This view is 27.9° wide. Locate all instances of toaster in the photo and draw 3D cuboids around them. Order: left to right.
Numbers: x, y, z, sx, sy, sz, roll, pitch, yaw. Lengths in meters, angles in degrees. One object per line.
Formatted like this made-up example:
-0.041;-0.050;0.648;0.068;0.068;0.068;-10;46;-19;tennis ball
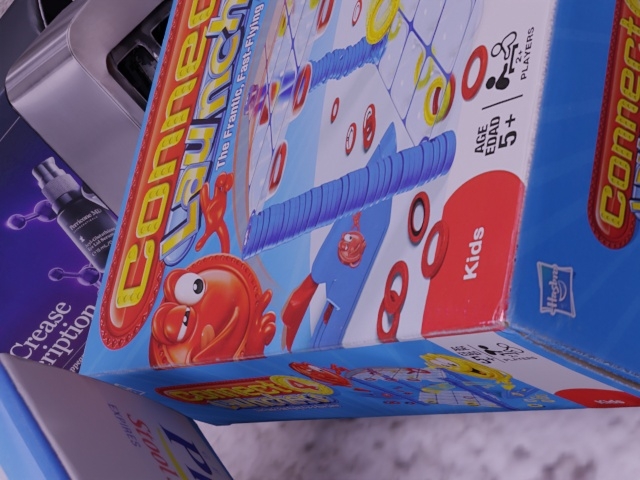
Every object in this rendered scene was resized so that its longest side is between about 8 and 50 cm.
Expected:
-0.074;-0.099;0.755;0.168;0.186;0.110;-50;16;-30;toaster

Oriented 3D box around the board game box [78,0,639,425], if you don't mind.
0.030;-0.080;0.565;0.302;0.086;0.308;-14;59;53;board game box

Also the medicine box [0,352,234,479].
-0.120;0.240;0.489;0.289;0.149;0.263;-47;55;9;medicine box

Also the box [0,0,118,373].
-0.196;-0.019;0.889;0.261;0.184;0.103;-47;32;16;box
